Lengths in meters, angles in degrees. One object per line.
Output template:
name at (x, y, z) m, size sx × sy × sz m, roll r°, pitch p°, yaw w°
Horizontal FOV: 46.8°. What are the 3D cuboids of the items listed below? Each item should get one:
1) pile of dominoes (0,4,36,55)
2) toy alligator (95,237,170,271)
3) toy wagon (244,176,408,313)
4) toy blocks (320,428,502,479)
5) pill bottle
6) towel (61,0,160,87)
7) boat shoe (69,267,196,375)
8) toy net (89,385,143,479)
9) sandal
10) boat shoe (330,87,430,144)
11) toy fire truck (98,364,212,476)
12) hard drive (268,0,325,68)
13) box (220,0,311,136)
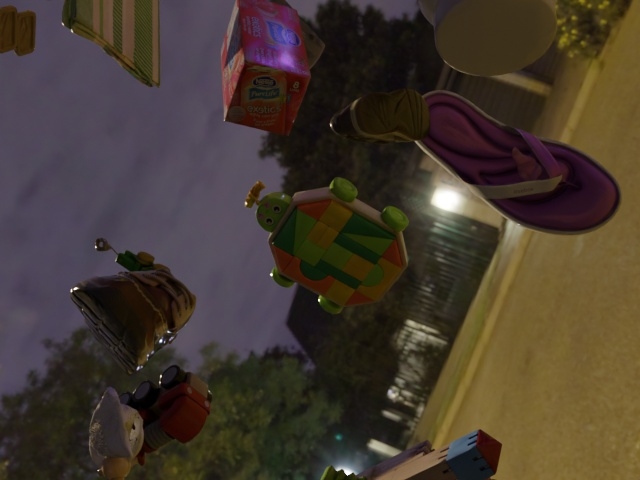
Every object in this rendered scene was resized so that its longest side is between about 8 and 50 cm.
pile of dominoes at (-0.399, -0.314, 0.836) m, size 0.196 × 0.040 × 0.251 m, roll -63°, pitch -16°, yaw 19°
toy alligator at (-0.287, 0.046, 1.193) m, size 0.051 × 0.189 × 0.056 m, roll 6°, pitch -67°, yaw -59°
toy wagon at (0.000, 0.000, 1.489) m, size 0.267 × 0.344 × 0.068 m, roll -55°, pitch 13°, yaw 29°
toy blocks at (0.216, 0.431, 1.064) m, size 0.261 × 0.381 × 0.191 m, roll -33°, pitch 3°, yaw 23°
pill bottle at (0.257, -0.468, 1.158) m, size 0.229 × 0.228 × 0.408 m, roll 98°, pitch 175°, yaw -60°
towel at (-0.384, -0.450, 1.391) m, size 0.325 × 0.038 × 0.248 m, roll 31°, pitch -123°, yaw -74°
boat shoe at (-0.219, 0.082, 0.900) m, size 0.120 × 0.123 × 0.324 m, roll -38°, pitch 2°, yaw -20°
toy net at (-0.210, 0.250, 0.749) m, size 0.045 × 0.122 × 0.232 m, roll -3°, pitch -75°, yaw -42°
sandal at (0.330, -0.136, 1.327) m, size 0.169 × 0.416 × 0.102 m, roll -63°, pitch -18°, yaw 6°
boat shoe at (0.094, -0.186, 1.123) m, size 0.223 × 0.073 × 0.080 m, roll -13°, pitch -82°, yaw -55°
toy fire truck at (-0.359, 0.408, 1.574) m, size 0.217 × 0.158 × 0.246 m, roll -30°, pitch 35°, yaw 17°
hard drive at (-0.085, -0.448, 1.660) m, size 0.054 × 0.172 × 0.255 m, roll -37°, pitch 15°, yaw 31°
box at (-0.104, -0.320, 1.332) m, size 0.257 × 0.122 × 0.128 m, roll -100°, pitch 27°, yaw -47°
